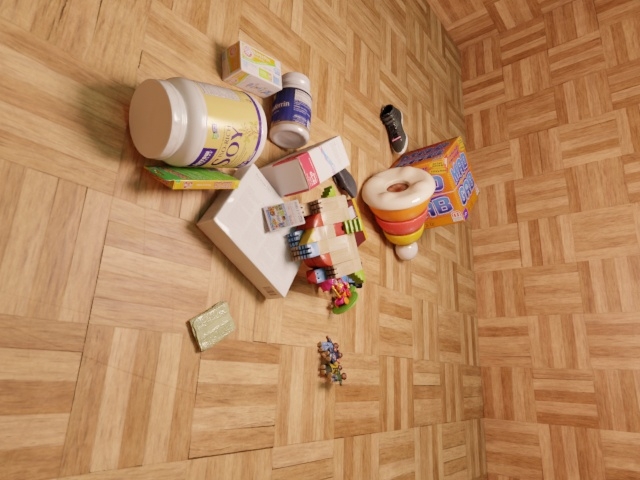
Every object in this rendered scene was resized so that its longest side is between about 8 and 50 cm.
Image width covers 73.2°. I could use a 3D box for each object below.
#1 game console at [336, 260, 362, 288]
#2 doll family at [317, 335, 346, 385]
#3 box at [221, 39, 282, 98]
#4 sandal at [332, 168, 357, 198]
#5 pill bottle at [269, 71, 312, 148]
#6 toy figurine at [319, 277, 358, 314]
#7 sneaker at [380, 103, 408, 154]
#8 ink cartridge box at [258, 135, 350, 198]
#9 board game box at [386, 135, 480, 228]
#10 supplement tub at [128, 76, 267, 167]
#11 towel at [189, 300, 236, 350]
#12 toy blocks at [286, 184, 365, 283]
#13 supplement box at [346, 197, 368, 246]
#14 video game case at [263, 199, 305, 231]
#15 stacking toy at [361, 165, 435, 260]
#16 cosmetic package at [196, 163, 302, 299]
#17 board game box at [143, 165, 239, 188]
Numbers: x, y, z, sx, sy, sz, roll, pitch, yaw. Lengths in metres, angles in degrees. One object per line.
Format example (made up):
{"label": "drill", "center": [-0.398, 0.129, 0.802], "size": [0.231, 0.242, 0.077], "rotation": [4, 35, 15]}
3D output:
{"label": "game console", "center": [0.127, 0.145, 1.873], "size": [0.071, 0.107, 0.122], "rotation": [52, 37, -72]}
{"label": "doll family", "center": [0.050, 0.470, 1.690], "size": [0.111, 0.076, 0.193], "rotation": [11, 70, -45]}
{"label": "box", "center": [-0.247, -0.613, 1.557], "size": [0.203, 0.103, 0.114], "rotation": [5, 78, -51]}
{"label": "sandal", "center": [0.084, -0.299, 1.952], "size": [0.254, 0.054, 0.097], "rotation": [52, 37, -17]}
{"label": "pill bottle", "center": [-0.110, -0.504, 1.665], "size": [0.153, 0.153, 0.264], "rotation": [25, 62, -46]}
{"label": "toy figurine", "center": [0.063, 0.186, 1.759], "size": [0.159, 0.130, 0.173], "rotation": [53, 32, -16]}
{"label": "sneaker", "center": [0.400, -0.623, 2.392], "size": [0.147, 0.104, 0.295], "rotation": [19, 61, -46]}
{"label": "ink cartridge box", "center": [-0.064, -0.269, 1.605], "size": [0.306, 0.226, 0.131], "rotation": [-37, 111, -49]}
{"label": "board game box", "center": [0.611, -0.304, 2.364], "size": [0.356, 0.356, 0.356], "rotation": [-46, 116, -46]}
{"label": "supplement tub", "center": [-0.346, -0.333, 1.251], "size": [0.331, 0.241, 0.241], "rotation": [-10, 89, -52]}
{"label": "towel", "center": [-0.323, 0.258, 1.304], "size": [0.148, 0.027, 0.110], "rotation": [-30, 106, -51]}
{"label": "toy blocks", "center": [0.000, 0.000, 1.540], "size": [0.261, 0.191, 0.381], "rotation": [-14, 91, -42]}
{"label": "supplement box", "center": [0.075, -0.047, 1.804], "size": [0.194, 0.129, 0.191], "rotation": [-36, 110, -50]}
{"label": "video game case", "center": [-0.121, -0.083, 1.438], "size": [0.122, 0.011, 0.087], "rotation": [-15, 80, -16]}
{"label": "stacking toy", "center": [0.413, -0.099, 2.177], "size": [0.350, 0.350, 0.480], "rotation": [-58, 143, -42]}
{"label": "cosmetic package", "center": [-0.205, -0.027, 1.470], "size": [0.377, 0.097, 0.284], "rotation": [53, 45, -30]}
{"label": "board game box", "center": [-0.377, -0.186, 1.273], "size": [0.259, 0.124, 0.039], "rotation": [-6, 118, -53]}
